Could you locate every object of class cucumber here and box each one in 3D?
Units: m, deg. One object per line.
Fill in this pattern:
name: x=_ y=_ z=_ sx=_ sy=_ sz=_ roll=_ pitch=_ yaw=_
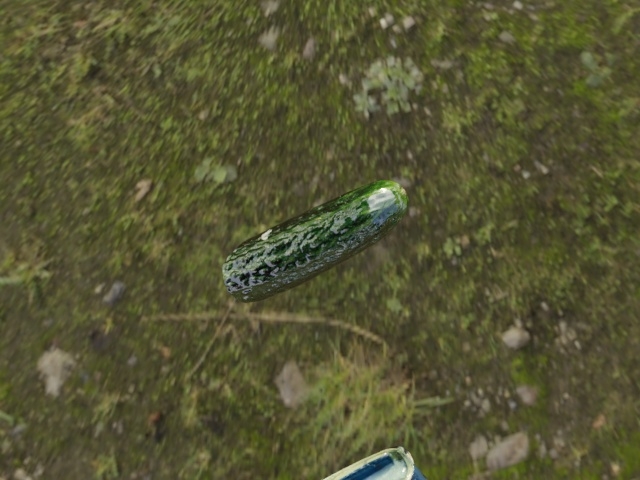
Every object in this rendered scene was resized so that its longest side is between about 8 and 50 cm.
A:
cucumber: x=-0.001 y=-0.001 z=1.343 sx=0.241 sy=0.074 sz=0.074 roll=-26 pitch=106 yaw=29

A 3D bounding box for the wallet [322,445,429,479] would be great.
wallet: x=0.062 y=0.273 z=1.061 sx=0.141 sy=0.059 sz=0.202 roll=-28 pitch=134 yaw=11
